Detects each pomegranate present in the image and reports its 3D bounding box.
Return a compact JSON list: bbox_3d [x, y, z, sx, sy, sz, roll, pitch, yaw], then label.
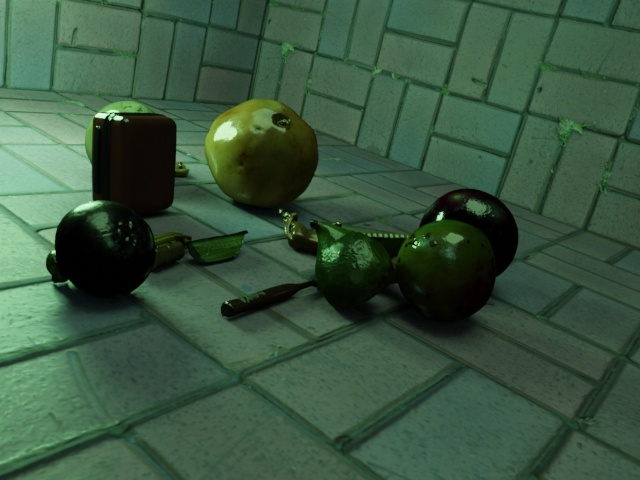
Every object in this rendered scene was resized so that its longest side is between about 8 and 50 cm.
[{"bbox_3d":[0.311,0.064,1.571,0.291,0.290,0.323,-3,18,-40],"label":"pomegranate"},{"bbox_3d":[-0.217,-0.300,2.107,0.412,0.411,0.411,13,19,-4],"label":"pomegranate"}]

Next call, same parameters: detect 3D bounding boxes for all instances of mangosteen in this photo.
[{"bbox_3d":[0.441,0.001,1.806,0.306,0.306,0.359,22,31,22],"label":"mangosteen"},{"bbox_3d":[-0.464,0.026,1.259,0.216,0.216,0.216,13,19,-4],"label":"mangosteen"}]

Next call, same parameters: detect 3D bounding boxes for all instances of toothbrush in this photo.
[{"bbox_3d":[-0.105,0.130,1.438,0.041,0.040,0.364,26,21,30],"label":"toothbrush"}]

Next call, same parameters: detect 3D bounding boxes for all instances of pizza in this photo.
[{"bbox_3d":[-0.593,-0.290,2.266,0.175,0.046,0.134,8,20,-16],"label":"pizza"}]

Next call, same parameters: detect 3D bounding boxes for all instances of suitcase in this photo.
[{"bbox_3d":[-0.555,-0.233,1.754,0.161,0.297,0.236,16,17,30],"label":"suitcase"}]

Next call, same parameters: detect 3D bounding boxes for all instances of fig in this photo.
[{"bbox_3d":[0.063,0.037,1.485,0.203,0.235,0.203,-26,5,3],"label":"fig"}]

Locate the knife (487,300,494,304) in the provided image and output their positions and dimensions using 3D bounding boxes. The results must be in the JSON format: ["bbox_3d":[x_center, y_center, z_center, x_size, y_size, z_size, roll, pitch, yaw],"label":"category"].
[{"bbox_3d":[0.406,0.161,1.737,0.244,0.032,0.058,11,12,-23],"label":"knife"}]

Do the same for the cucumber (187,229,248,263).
[{"bbox_3d":[-0.272,0.022,1.595,0.046,0.070,0.220,-21,-4,38],"label":"cucumber"}]

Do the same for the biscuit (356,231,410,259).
[{"bbox_3d":[0.124,0.036,1.649,0.255,0.172,0.029,3,48,-20],"label":"biscuit"}]

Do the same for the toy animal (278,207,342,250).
[{"bbox_3d":[0.000,0.000,1.805,0.312,0.097,0.157,14,25,5],"label":"toy animal"}]

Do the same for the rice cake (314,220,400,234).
[{"bbox_3d":[0.167,0.000,1.961,0.399,0.064,0.070,9,29,-13],"label":"rice cake"}]

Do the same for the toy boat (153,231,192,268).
[{"bbox_3d":[-0.398,0.025,1.492,0.088,0.068,0.226,26,19,17],"label":"toy boat"}]

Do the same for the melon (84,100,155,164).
[{"bbox_3d":[-0.670,-0.345,2.033,0.269,0.268,0.330,11,27,-10],"label":"melon"}]
